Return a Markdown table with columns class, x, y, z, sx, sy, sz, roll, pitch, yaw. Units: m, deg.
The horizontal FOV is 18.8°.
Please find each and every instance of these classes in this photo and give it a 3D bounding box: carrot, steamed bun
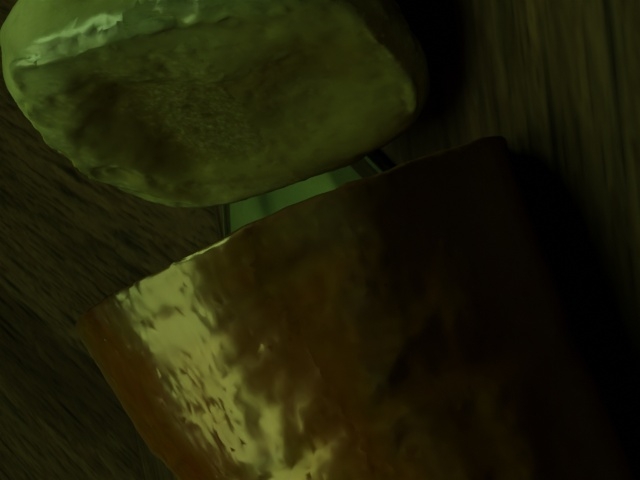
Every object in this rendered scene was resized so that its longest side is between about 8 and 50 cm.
| class | x | y | z | sx | sy | sz | roll | pitch | yaw |
| --- | --- | --- | --- | --- | --- | --- | --- | --- | --- |
| carrot | 0.039 | 0.103 | 0.772 | 0.254 | 0.196 | 0.196 | 65 | 157 | 7 |
| steamed bun | -0.045 | -0.115 | 0.846 | 0.141 | 0.172 | 0.155 | 56 | -154 | -54 |

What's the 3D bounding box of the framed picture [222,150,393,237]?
| class | x | y | z | sx | sy | sz | roll | pitch | yaw |
| --- | --- | --- | --- | --- | --- | --- | --- | --- | --- |
| framed picture | 0.000 | 0.000 | 0.998 | 0.231 | 0.010 | 0.173 | 48 | 148 | 45 |
